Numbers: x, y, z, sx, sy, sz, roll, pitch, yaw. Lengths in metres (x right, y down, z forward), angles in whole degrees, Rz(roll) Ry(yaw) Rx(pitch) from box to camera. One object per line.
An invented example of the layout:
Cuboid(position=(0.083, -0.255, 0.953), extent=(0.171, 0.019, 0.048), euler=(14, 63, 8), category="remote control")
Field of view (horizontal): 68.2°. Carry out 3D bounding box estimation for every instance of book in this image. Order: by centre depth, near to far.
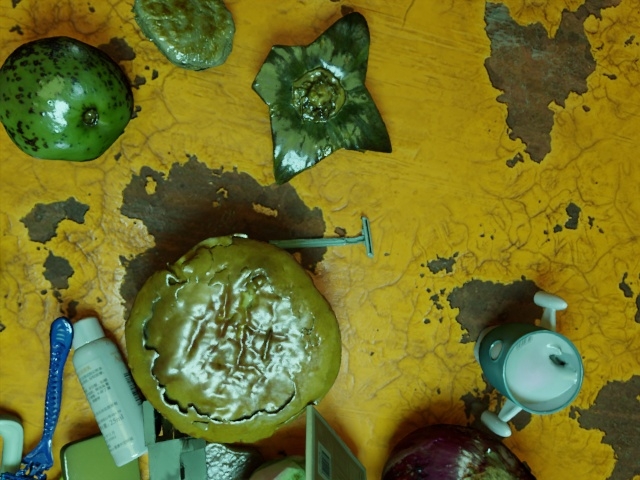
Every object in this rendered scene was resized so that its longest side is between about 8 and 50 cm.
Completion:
Cuboid(position=(0.032, 0.415, 0.805), extent=(0.018, 0.170, 0.241), euler=(-21, 123, 14), category="book")

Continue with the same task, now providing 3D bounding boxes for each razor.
Cuboid(position=(-0.483, 0.287, 0.842), extent=(0.093, 0.056, 0.323), euler=(14, 93, -2), category="razor")
Cuboid(position=(-0.001, 0.003, 0.959), extent=(0.212, 0.036, 0.084), euler=(-5, 69, -3), category="razor")

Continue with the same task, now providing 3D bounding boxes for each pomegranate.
Cuboid(position=(-0.448, -0.252, 0.814), extent=(0.214, 0.214, 0.248), euler=(-46, 60, -5), category="pomegranate")

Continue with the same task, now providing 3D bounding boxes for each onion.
Cuboid(position=(0.246, 0.555, 0.900), extent=(0.348, 0.347, 0.385), euler=(21, 124, -9), category="onion")

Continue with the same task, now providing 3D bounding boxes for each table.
Cuboid(position=(-0.255, 0.370, 0.842), extent=(0.063, 0.146, 0.175), euler=(-10, 70, 0), category="table")

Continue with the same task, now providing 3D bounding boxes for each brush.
Cuboid(position=(-0.399, 0.452, 0.867), extent=(0.123, 0.059, 0.197), euler=(-5, 86, -39), category="brush")

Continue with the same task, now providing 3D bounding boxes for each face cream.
Cuboid(position=(-0.384, 0.265, 0.860), extent=(0.082, 0.082, 0.268), euler=(-27, 81, -7), category="face cream")

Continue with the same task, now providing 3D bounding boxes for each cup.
Cuboid(position=(0.401, 0.241, 0.955), extent=(0.168, 0.173, 0.299), euler=(25, 88, -8), category="cup")

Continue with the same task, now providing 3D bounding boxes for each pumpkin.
Cuboid(position=(0.001, -0.278, 0.912), extent=(0.259, 0.095, 0.289), euler=(-16, 98, -12), category="pumpkin")

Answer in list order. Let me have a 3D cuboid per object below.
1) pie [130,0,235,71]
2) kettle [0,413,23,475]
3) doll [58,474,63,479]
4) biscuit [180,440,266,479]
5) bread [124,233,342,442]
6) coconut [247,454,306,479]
Cuboid(position=(-0.248, -0.405, 0.879), extent=(0.163, 0.079, 0.193), euler=(-37, 97, -14), category="pie")
Cuboid(position=(-0.687, 0.381, 0.802), extent=(0.205, 0.265, 0.317), euler=(7, 91, 23), category="kettle")
Cuboid(position=(-0.488, 0.521, 0.885), extent=(0.106, 0.062, 0.162), euler=(23, 87, -10), category="doll")
Cuboid(position=(-0.200, 0.530, 0.936), extent=(0.257, 0.049, 0.273), euler=(-42, 99, -8), category="biscuit")
Cuboid(position=(-0.154, 0.171, 0.855), extent=(0.337, 0.204, 0.358), euler=(-35, 101, -9), category="bread")
Cuboid(position=(-0.046, 0.489, 0.846), extent=(0.236, 0.236, 0.204), euler=(13, 113, -9), category="coconut")
